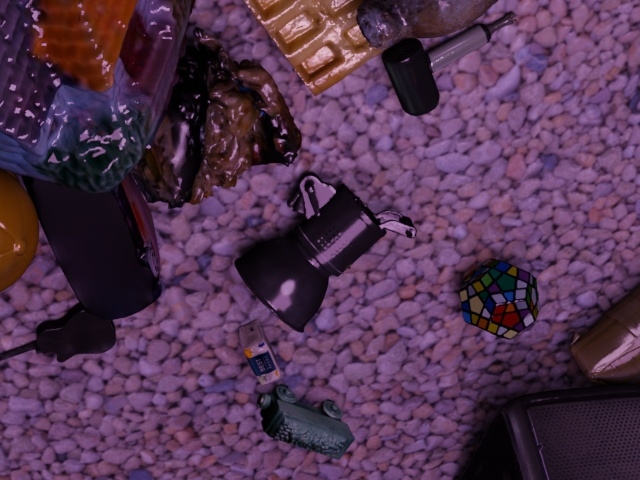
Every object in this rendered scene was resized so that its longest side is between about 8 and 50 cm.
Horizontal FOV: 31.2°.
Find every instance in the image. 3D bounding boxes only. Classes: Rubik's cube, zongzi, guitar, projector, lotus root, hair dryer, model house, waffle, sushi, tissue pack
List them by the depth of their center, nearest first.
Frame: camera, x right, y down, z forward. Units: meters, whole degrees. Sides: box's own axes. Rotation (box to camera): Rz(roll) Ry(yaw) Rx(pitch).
[{"bbox_3d":[-0.303,-0.276,1.174,0.297,0.339,0.360,16,77,4],"label":"model house"},{"bbox_3d":[0.177,-0.373,1.412,0.175,0.175,0.349,33,103,-30],"label":"lotus root"},{"bbox_3d":[-0.145,-0.160,1.450,0.219,0.238,0.225,-15,126,-16],"label":"sushi"},{"bbox_3d":[-0.011,-0.324,1.473,0.168,0.057,0.274,-32,125,8],"label":"waffle"},{"bbox_3d":[0.187,-0.257,1.577,0.198,0.057,0.100,-29,128,0],"label":"hair dryer"},{"bbox_3d":[-0.422,0.160,1.726,0.233,0.025,0.088,-20,127,0],"label":"guitar"},{"bbox_3d":[-0.096,0.176,1.794,0.042,0.062,0.083,-23,127,-2],"label":"tissue pack"},{"bbox_3d":[0.282,0.092,1.798,0.133,0.133,0.112,-39,97,14],"label":"Rubik's cube"},{"bbox_3d":[0.566,0.177,1.933,0.228,0.115,0.256,-42,130,12],"label":"zongzi"},{"bbox_3d":[0.473,0.420,1.942,0.405,0.242,0.395,-3,144,-12],"label":"projector"}]

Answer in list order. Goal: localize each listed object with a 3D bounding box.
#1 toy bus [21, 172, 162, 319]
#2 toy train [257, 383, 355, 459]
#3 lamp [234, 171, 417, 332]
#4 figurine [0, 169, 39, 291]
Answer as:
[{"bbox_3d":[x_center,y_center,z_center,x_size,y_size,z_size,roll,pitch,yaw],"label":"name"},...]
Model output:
[{"bbox_3d":[-0.304,-0.045,1.537,0.128,0.147,0.302,-13,128,5],"label":"toy bus"},{"bbox_3d":[-0.025,0.299,1.874,0.172,0.099,0.070,23,113,-27],"label":"toy train"},{"bbox_3d":[0.000,0.000,1.666,0.227,0.147,0.172,-44,100,7],"label":"lamp"},{"bbox_3d":[-0.454,-0.033,1.446,0.167,0.257,0.192,-34,133,-14],"label":"figurine"}]
